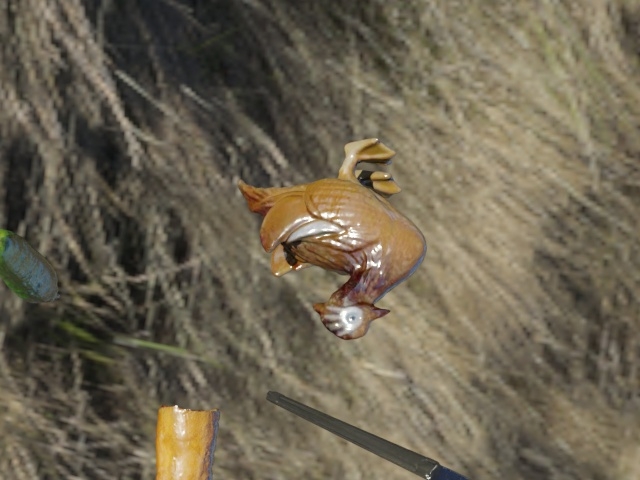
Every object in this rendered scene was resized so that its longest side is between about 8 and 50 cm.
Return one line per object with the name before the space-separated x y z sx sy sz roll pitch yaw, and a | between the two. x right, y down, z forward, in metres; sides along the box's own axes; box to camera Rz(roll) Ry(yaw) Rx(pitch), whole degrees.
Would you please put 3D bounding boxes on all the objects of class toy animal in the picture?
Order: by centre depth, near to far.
toy animal | 0.000 0.000 1.314 0.089 0.188 0.179 71 35 -56

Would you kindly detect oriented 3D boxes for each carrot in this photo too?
carrot | -0.157 0.284 1.664 0.072 0.072 0.205 10 87 -53

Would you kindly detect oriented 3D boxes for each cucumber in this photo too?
cucumber | -0.345 0.032 1.727 0.250 0.056 0.056 73 35 -70

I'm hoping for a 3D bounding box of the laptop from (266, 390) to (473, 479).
laptop | 0.060 0.174 1.255 0.135 0.197 0.016 30 83 -47
